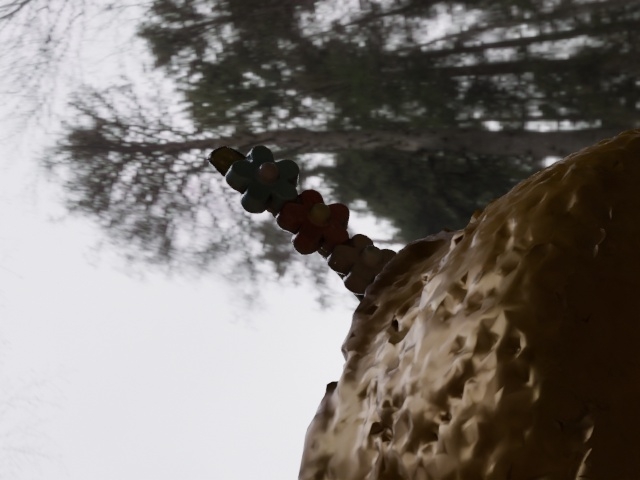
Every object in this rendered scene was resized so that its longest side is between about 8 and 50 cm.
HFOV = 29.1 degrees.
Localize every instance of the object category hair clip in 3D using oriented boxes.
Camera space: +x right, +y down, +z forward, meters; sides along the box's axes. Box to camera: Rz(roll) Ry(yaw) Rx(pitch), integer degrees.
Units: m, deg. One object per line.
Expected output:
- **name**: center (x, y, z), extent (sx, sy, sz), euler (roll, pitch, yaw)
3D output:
- **hair clip**: center (0.003, -0.004, 0.894), extent (0.214, 0.056, 0.062), euler (45, -133, 7)

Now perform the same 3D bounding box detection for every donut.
- **donut**: center (0.204, 0.146, 0.496), extent (0.435, 0.163, 0.377), euler (39, -135, -3)
